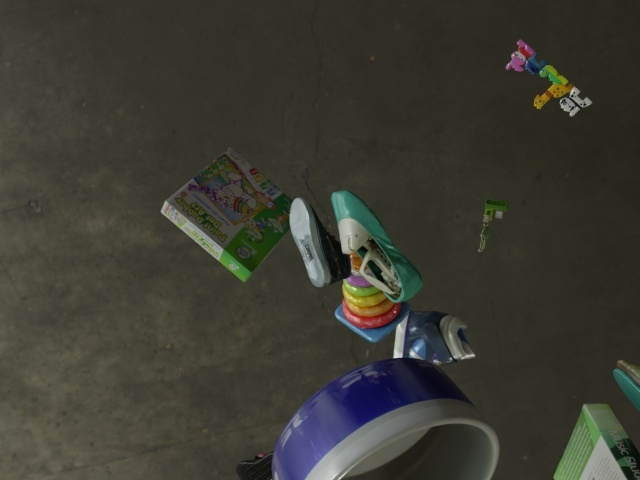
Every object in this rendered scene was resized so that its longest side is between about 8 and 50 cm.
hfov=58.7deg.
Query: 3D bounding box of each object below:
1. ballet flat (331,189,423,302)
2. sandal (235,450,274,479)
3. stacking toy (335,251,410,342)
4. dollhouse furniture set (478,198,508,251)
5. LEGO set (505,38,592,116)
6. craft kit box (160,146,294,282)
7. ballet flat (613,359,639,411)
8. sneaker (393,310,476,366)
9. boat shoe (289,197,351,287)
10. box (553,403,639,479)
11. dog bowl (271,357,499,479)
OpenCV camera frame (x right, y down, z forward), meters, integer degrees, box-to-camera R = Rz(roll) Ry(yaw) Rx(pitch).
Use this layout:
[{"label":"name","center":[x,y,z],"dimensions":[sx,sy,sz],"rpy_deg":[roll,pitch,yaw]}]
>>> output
[{"label":"ballet flat","center":[0.092,0.016,1.054],"dimensions":[0.247,0.087,0.083],"rpy_deg":[50,145,-4]},{"label":"sandal","center":[-0.119,0.485,1.218],"dimensions":[0.179,0.040,0.067],"rpy_deg":[-36,87,38]},{"label":"stacking toy","center":[0.115,0.100,1.477],"dimensions":[0.165,0.175,0.302],"rpy_deg":[-40,136,-23]},{"label":"dollhouse furniture set","center":[0.485,-0.041,1.597],"dimensions":[0.058,0.076,0.152],"rpy_deg":[10,122,19]},{"label":"LEGO set","center":[0.548,-0.381,1.404],"dimensions":[0.227,0.087,0.093],"rpy_deg":[45,117,9]},{"label":"craft kit box","center":[-0.196,-0.067,1.333],"dimensions":[0.250,0.247,0.061],"rpy_deg":[40,142,-2]},{"label":"ballet flat","center":[0.584,0.304,0.829],"dimensions":[0.123,0.349,0.123],"rpy_deg":[-11,133,-12]},{"label":"sneaker","center":[0.348,0.375,1.736],"dimensions":[0.236,0.130,0.323],"rpy_deg":[6,99,21]},{"label":"boat shoe","center":[0.000,0.000,1.138],"dimensions":[0.083,0.183,0.065],"rpy_deg":[-11,171,-41]},{"label":"box","center":[0.538,0.495,1.023],"dimensions":[0.058,0.322,0.232],"rpy_deg":[-2,124,-6]},{"label":"dog bowl","center":[0.078,0.275,0.694],"dimensions":[0.264,0.104,0.265],"rpy_deg":[-13,126,-19]}]
